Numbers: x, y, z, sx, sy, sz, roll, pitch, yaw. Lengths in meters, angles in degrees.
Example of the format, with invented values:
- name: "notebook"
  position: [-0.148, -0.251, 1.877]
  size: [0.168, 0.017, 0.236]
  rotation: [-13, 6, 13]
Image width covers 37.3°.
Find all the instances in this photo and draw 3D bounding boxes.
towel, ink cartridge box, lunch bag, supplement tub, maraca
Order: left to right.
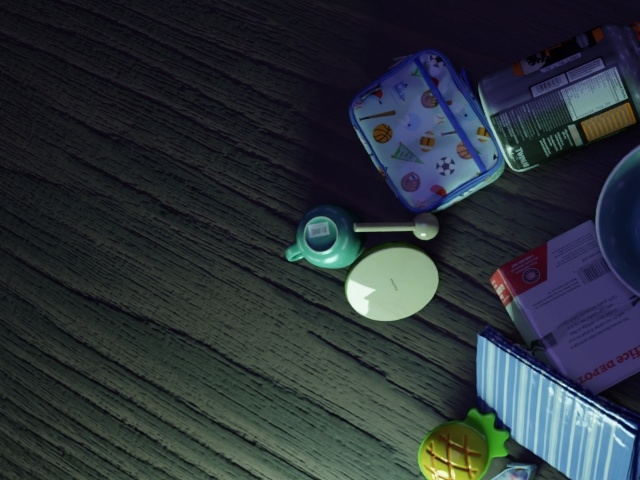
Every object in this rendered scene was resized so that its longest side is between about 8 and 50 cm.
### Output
- name: "lunch bag"
  position: [0.210, -0.215, 1.849]
  size: [0.243, 0.115, 0.303]
  rotation: [-31, 78, 13]
- name: "maraca"
  position: [0.269, 0.395, 1.791]
  size: [0.186, 0.099, 0.127]
  rotation: [-40, 86, 18]
- name: "lunch bag"
  position: [0.362, 0.442, 1.773]
  size: [0.083, 0.071, 0.053]
  rotation: [-38, 71, 16]
- name: "towel"
  position: [0.412, 0.309, 1.659]
  size: [0.040, 0.243, 0.336]
  rotation: [-34, 47, -28]
- name: "supplement tub"
  position: [0.463, -0.266, 1.717]
  size: [0.316, 0.193, 0.193]
  rotation: [-22, 80, 16]
- name: "ink cartridge box"
  position: [0.461, 0.133, 1.705]
  size: [0.197, 0.114, 0.272]
  rotation: [-27, 76, -5]

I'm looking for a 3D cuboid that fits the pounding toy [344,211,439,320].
- name: "pounding toy"
  position: [0.132, 0.034, 1.854]
  size: [0.183, 0.110, 0.236]
  rotation: [-2, 125, -8]

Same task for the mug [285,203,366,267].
- name: "mug"
  position: [0.009, 0.001, 1.912]
  size: [0.129, 0.097, 0.157]
  rotation: [36, 98, 18]

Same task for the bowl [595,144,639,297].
- name: "bowl"
  position: [0.647, -0.029, 1.652]
  size: [0.312, 0.163, 0.311]
  rotation: [-1, 86, 20]

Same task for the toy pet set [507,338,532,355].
- name: "toy pet set"
  position: [0.378, 0.260, 1.781]
  size: [0.114, 0.065, 0.122]
  rotation: [19, 93, 20]
